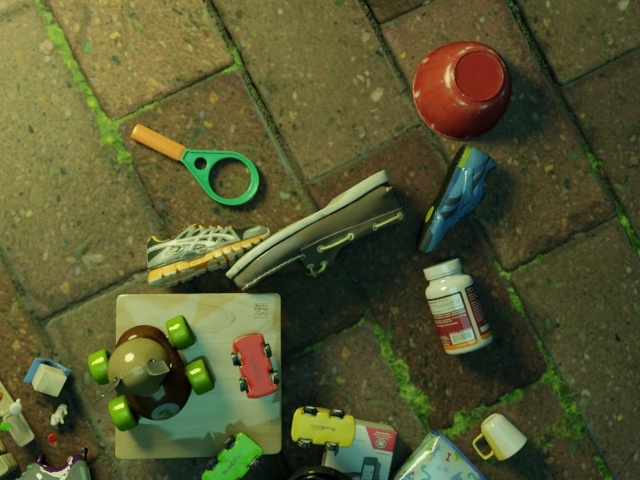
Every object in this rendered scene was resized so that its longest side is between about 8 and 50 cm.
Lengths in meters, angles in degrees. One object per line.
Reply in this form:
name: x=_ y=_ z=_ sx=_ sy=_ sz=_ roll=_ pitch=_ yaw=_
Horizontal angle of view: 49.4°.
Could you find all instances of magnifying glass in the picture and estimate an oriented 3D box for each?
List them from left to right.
magnifying glass: x=-0.213 y=-0.135 z=1.191 sx=0.231 sy=0.026 sz=0.092 roll=27 pitch=85 yaw=-6

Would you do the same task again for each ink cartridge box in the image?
ink cartridge box: x=0.058 y=0.380 z=1.167 sx=0.109 sy=0.063 sz=0.150 roll=12 pitch=85 yaw=-5

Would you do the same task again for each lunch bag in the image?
lunch bag: x=0.206 y=0.415 z=1.164 sx=0.151 sy=0.096 sz=0.129 roll=43 pitch=83 yaw=8

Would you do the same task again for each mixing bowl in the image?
mixing bowl: x=0.259 y=-0.273 z=1.210 sx=0.182 sy=0.098 sz=0.181 roll=0 pitch=86 yaw=-5

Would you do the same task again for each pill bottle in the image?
pill bottle: x=0.231 y=0.111 z=1.190 sx=0.086 sy=0.086 sz=0.151 roll=-18 pitch=89 yaw=-7

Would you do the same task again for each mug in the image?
mug: x=0.305 y=0.339 z=1.198 sx=0.078 sy=0.062 sz=0.064 roll=-37 pitch=83 yaw=-13

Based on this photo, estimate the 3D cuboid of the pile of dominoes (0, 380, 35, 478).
pile of dominoes: x=-0.596 y=0.287 z=1.130 sx=0.196 sy=0.040 sz=0.251 roll=-35 pitch=83 yaw=-7

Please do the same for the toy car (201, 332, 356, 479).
toy car: x=-0.095 y=0.291 z=1.072 sx=0.239 sy=0.053 sz=0.225 roll=42 pitch=84 yaw=-2

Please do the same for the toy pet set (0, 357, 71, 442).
toy pet set: x=-0.464 y=0.249 z=1.118 sx=0.122 sy=0.065 sz=0.114 roll=29 pitch=84 yaw=-31

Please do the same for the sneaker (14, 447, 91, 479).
sneaker: x=-0.476 y=0.402 z=1.117 sx=0.224 sy=0.083 sz=0.098 roll=-11 pitch=65 yaw=-9

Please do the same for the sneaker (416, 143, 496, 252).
sneaker: x=0.240 y=-0.063 z=1.210 sx=0.082 sy=0.069 sz=0.209 roll=28 pitch=84 yaw=-7

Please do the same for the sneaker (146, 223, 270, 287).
sneaker: x=-0.189 y=0.007 z=1.158 sx=0.215 sy=0.084 sz=0.083 roll=-17 pitch=70 yaw=-13

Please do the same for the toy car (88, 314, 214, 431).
toy car: x=-0.250 y=0.197 z=0.992 sx=0.155 sy=0.188 sz=0.148 roll=-24 pitch=89 yaw=-6

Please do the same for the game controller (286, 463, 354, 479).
game controller: x=0.050 y=0.461 z=1.096 sx=0.319 sy=0.067 sz=0.166 roll=40 pitch=109 yaw=-22

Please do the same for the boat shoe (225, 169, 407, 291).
boat shoe: x=0.000 y=0.000 z=1.150 sx=0.324 sy=0.116 sz=0.096 roll=-32 pitch=92 yaw=-19

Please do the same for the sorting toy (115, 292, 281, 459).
sorting toy: x=-0.195 y=0.214 z=1.138 sx=0.257 sy=0.089 sz=0.255 roll=0 pitch=87 yaw=-6
